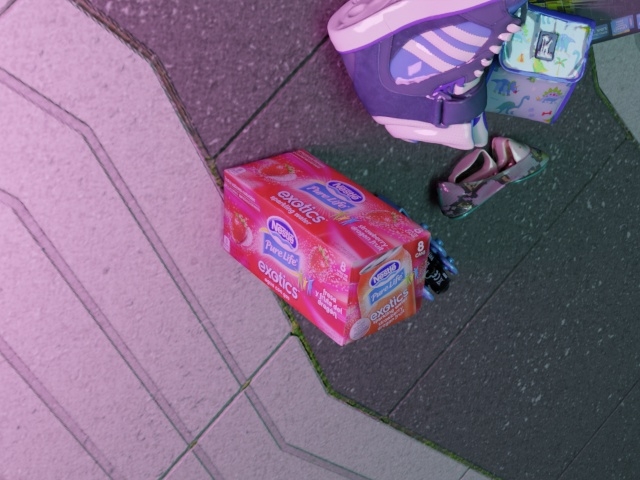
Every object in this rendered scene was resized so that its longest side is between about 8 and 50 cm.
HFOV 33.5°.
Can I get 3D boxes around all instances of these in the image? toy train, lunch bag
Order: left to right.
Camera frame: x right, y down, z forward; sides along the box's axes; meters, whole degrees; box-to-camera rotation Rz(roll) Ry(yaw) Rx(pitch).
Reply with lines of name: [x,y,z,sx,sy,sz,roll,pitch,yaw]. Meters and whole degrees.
toy train: [0.128,0.014,1.550,0.080,0.105,0.184,-48,137,-4]
lunch bag: [0.273,-0.238,1.397,0.129,0.096,0.151,8,131,-18]

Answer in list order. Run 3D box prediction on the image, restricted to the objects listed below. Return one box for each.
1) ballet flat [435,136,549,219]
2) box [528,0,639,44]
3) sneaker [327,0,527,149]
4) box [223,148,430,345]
ballet flat: [0.264,-0.111,1.631,0.221,0.077,0.079,-30,113,-26]
box: [0.368,-0.390,1.332,0.395,0.097,0.318,-13,148,13]
sneaker: [0.190,-0.229,1.309,0.236,0.323,0.130,54,35,-30]
box: [0.000,0.000,1.308,0.128,0.257,0.122,-19,129,-34]
